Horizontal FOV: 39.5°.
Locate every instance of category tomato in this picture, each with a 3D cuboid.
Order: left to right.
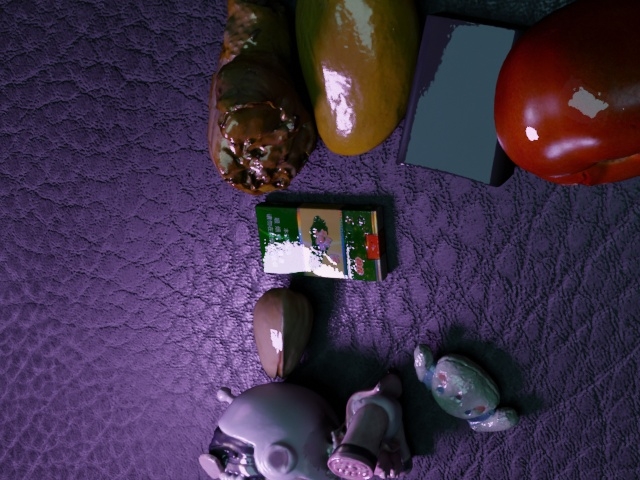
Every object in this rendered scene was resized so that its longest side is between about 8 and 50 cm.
[{"bbox_3d":[0.372,-0.202,1.160,0.299,0.299,0.226,-12,76,30],"label":"tomato"}]

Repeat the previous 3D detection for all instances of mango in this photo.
[{"bbox_3d":[0.063,-0.288,1.366,0.195,0.142,0.331,4,118,31],"label":"mango"}]

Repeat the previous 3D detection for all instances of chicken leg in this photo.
[{"bbox_3d":[-0.099,-0.265,1.395,0.182,0.295,0.409,3,99,6],"label":"chicken leg"}]

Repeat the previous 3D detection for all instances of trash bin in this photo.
[{"bbox_3d":[0.220,-0.215,1.330,0.165,0.115,0.225,16,112,21],"label":"trash bin"}]

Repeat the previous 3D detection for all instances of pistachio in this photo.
[{"bbox_3d":[-0.068,0.166,1.616,0.108,0.126,0.185,1,118,-7],"label":"pistachio"}]

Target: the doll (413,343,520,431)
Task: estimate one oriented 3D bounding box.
[{"bbox_3d":[0.242,0.253,1.521,0.214,0.071,0.103,38,129,1],"label":"doll"}]

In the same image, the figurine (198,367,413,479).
[{"bbox_3d":[-0.018,0.357,1.617,0.361,0.253,0.211,-12,60,22],"label":"figurine"}]

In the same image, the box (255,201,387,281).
[{"bbox_3d":[0.000,0.000,1.563,0.235,0.034,0.132,4,110,25],"label":"box"}]
